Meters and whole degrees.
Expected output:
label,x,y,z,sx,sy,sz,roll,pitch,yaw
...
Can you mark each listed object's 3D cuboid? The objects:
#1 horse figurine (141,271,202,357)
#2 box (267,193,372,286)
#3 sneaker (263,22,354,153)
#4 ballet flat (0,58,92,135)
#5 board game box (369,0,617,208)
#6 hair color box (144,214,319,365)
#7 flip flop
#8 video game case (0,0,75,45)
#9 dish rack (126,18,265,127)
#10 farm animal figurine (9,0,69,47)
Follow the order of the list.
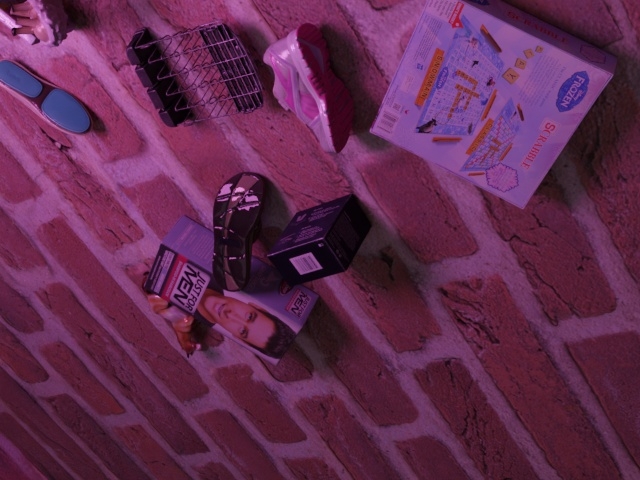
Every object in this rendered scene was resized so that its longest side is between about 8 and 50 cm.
label,x,y,z,sx,sy,sz,roll,pitch,yaw
horse figurine,-0.365,0.169,2.204,0.174,0.066,0.263,-32,112,36
box,0.000,0.000,1.789,0.156,0.158,0.093,-17,118,38
sneaker,-0.022,-0.275,1.608,0.111,0.103,0.252,-4,120,36
ballet flat,-0.609,-0.308,1.907,0.248,0.086,0.086,38,136,-6
board game box,0.283,-0.246,1.485,0.318,0.066,0.319,28,136,3
hair color box,-0.213,0.121,2.044,0.374,0.113,0.185,30,136,-1
flip flop,-0.173,-0.021,1.895,0.112,0.080,0.277,15,112,19
video game case,-0.587,-0.459,1.664,0.193,0.212,0.023,40,109,-9
dish rack,-0.236,-0.328,1.689,0.271,0.074,0.208,-6,126,30
farm animal figurine,-0.470,-0.557,1.521,0.327,0.172,0.330,65,147,30
